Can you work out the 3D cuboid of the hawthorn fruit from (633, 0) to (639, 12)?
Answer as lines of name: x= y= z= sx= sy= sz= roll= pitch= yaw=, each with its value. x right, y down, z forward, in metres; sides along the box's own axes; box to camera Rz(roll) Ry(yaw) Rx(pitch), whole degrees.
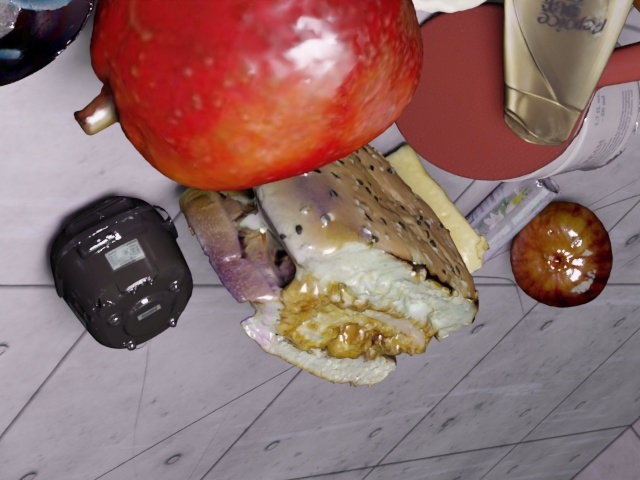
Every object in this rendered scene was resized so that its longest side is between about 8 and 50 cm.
hawthorn fruit: x=0.462 y=-0.344 z=1.495 sx=0.403 sy=0.403 sz=0.403 roll=-28 pitch=153 yaw=-15

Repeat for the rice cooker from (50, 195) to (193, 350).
rice cooker: x=-0.208 y=0.035 z=1.594 sx=0.142 sy=0.118 sz=0.203 roll=-30 pitch=157 yaw=-11

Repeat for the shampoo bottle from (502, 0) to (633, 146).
shampoo bottle: x=0.242 y=-0.245 z=1.466 sx=0.084 sy=0.126 sz=0.350 roll=-72 pitch=173 yaw=-46

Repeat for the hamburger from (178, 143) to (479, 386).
hamburger: x=0.000 y=0.000 z=1.602 sx=0.195 sy=0.277 sz=0.318 roll=-40 pitch=147 yaw=18

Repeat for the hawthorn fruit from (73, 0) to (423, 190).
hawthorn fruit: x=-0.067 y=-0.166 z=1.271 sx=0.307 sy=0.265 sz=0.265 roll=-34 pitch=154 yaw=3

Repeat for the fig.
fig: x=0.366 y=0.032 z=2.233 sx=0.148 sy=0.149 sz=0.202 roll=-5 pitch=154 yaw=31

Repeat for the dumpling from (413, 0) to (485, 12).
dumpling: x=0.105 y=-0.309 z=1.402 sx=0.166 sy=0.126 sz=0.216 roll=-10 pitch=166 yaw=-4

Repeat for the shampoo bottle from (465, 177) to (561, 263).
shampoo bottle: x=0.233 y=-0.018 z=2.093 sx=0.214 sy=0.072 sz=0.072 roll=-45 pitch=153 yaw=20

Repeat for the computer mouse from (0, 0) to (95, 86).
computer mouse: x=-0.271 y=-0.178 z=1.182 sx=0.233 sy=0.096 sz=0.137 roll=-13 pitch=147 yaw=-40

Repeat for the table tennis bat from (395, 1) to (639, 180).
table tennis bat: x=0.217 y=-0.166 z=1.622 sx=0.310 sy=0.200 sz=0.038 roll=-10 pitch=-160 yaw=26

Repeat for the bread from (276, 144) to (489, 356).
bread: x=0.059 y=0.049 z=1.872 sx=0.263 sy=0.198 sz=0.236 roll=-28 pitch=161 yaw=-10

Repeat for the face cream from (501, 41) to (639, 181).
face cream: x=0.260 y=-0.162 z=1.750 sx=0.153 sy=0.177 sz=0.177 roll=-10 pitch=145 yaw=-42
